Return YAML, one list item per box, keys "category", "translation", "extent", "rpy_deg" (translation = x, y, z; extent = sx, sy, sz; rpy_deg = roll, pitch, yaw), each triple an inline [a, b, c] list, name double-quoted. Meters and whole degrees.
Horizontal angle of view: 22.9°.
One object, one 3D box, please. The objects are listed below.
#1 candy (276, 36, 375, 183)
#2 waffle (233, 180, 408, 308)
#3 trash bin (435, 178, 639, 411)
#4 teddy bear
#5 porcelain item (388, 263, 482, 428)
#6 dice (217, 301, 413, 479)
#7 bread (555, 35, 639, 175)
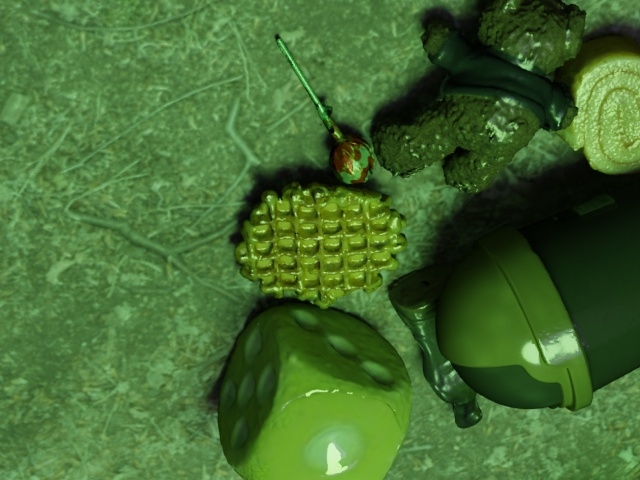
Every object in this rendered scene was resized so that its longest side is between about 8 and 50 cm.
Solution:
- category: "candy"
  translation: [0.002, -0.136, 1.644]
  extent: [0.049, 0.055, 0.185]
  rpy_deg: [-31, 114, 1]
- category: "waffle"
  translation: [0.001, 0.004, 1.712]
  extent: [0.191, 0.038, 0.191]
  rpy_deg: [-3, 131, -4]
- category: "trash bin"
  translation: [0.283, 0.060, 1.692]
  extent: [0.333, 0.214, 0.214]
  rpy_deg: [-24, 124, -8]
- category: "teddy bear"
  translation: [0.178, -0.143, 1.628]
  extent: [0.181, 0.129, 0.251]
  rpy_deg: [20, 113, -24]
- category: "porcelain item"
  translation: [0.152, 0.131, 1.826]
  extent: [0.081, 0.069, 0.216]
  rpy_deg: [-30, 123, -11]
- category: "dice"
  translation: [-0.008, 0.182, 1.756]
  extent: [0.166, 0.169, 0.169]
  rpy_deg: [17, 115, -24]
- category: "bread"
  translation: [0.311, -0.146, 1.701]
  extent: [0.122, 0.073, 0.149]
  rpy_deg: [-6, 120, -5]
